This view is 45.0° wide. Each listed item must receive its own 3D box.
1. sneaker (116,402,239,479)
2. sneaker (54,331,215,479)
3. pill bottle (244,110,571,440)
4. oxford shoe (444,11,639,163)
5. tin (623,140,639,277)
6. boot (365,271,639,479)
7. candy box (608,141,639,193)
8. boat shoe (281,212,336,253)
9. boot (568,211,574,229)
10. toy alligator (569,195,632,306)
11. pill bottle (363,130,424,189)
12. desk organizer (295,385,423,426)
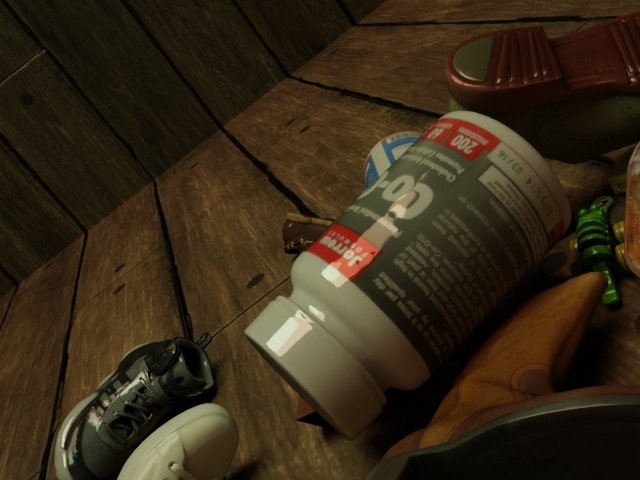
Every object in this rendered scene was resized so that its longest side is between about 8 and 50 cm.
[{"bbox_3d":[-0.166,0.299,0.763,0.290,0.106,0.123,-51,34,-15],"label":"sneaker"},{"bbox_3d":[-0.236,0.215,1.026,0.153,0.101,0.268,-27,20,32],"label":"sneaker"},{"bbox_3d":[0.077,0.030,0.703,0.283,0.161,0.161,-44,21,-12],"label":"pill bottle"},{"bbox_3d":[0.304,-0.149,0.796,0.349,0.130,0.123,1,49,10],"label":"oxford shoe"},{"bbox_3d":[0.324,-0.039,0.680,0.106,0.040,0.189,-33,33,52],"label":"tin"},{"bbox_3d":[0.173,0.106,0.559,0.264,0.096,0.280,-44,-4,41],"label":"boot"},{"bbox_3d":[0.395,-0.130,0.844,0.105,0.027,0.206,-8,35,46],"label":"candy box"},{"bbox_3d":[0.000,0.000,1.168,0.207,0.073,0.073,-170,92,-67],"label":"boat shoe"},{"bbox_3d":[0.223,-0.022,0.873,0.121,0.045,0.099,-30,20,12],"label":"boot"},{"bbox_3d":[0.270,-0.009,0.754,0.056,0.051,0.189,-25,24,29],"label":"toy alligator"},{"bbox_3d":[0.126,-0.055,0.987,0.124,0.124,0.221,-33,21,11],"label":"pill bottle"},{"bbox_3d":[0.039,0.155,0.789,0.130,0.047,0.050,-30,24,20],"label":"desk organizer"}]
